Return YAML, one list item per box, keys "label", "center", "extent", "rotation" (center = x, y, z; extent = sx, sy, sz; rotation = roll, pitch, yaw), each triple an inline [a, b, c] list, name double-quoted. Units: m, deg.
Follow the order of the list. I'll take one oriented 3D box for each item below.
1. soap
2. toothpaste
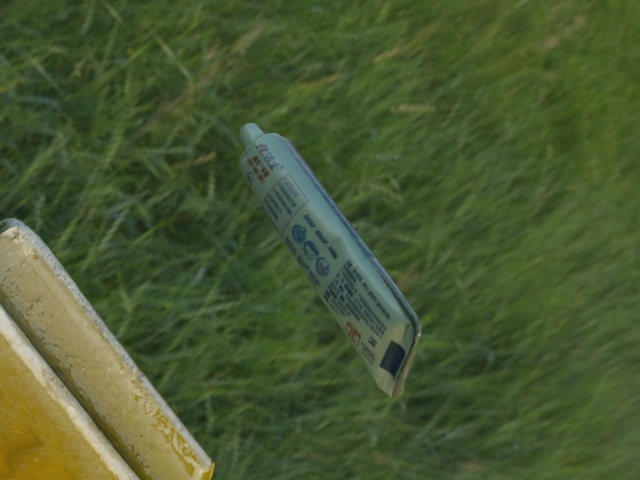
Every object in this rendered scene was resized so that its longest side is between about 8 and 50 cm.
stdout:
- label: "soap"
  center: [-0.177, 0.123, 0.846]
  extent: [0.257, 0.160, 0.080]
  rotation: [55, 39, -17]
- label: "toothpaste"
  center: [0.001, -0.001, 0.999]
  extent: [0.047, 0.069, 0.268]
  rotation: [19, 29, -47]
